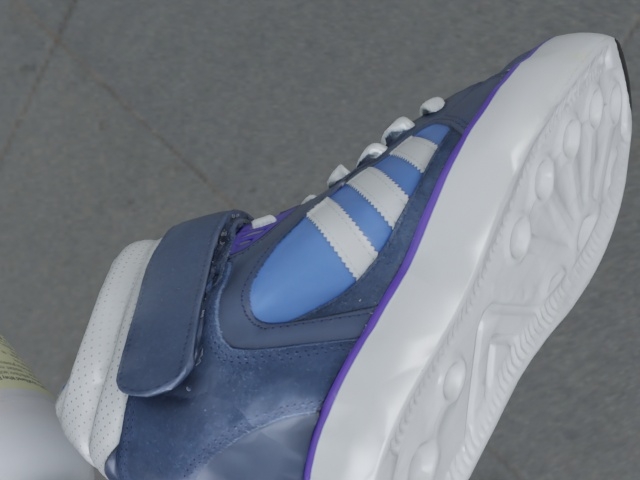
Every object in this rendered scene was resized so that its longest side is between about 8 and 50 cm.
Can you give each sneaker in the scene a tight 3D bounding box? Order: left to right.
[{"bbox_3d":[0.000,0.001,0.671,0.236,0.323,0.130,11,144,33],"label":"sneaker"}]

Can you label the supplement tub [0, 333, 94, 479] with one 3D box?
[{"bbox_3d":[-0.283,0.128,0.768,0.325,0.235,0.235,44,116,24],"label":"supplement tub"}]
